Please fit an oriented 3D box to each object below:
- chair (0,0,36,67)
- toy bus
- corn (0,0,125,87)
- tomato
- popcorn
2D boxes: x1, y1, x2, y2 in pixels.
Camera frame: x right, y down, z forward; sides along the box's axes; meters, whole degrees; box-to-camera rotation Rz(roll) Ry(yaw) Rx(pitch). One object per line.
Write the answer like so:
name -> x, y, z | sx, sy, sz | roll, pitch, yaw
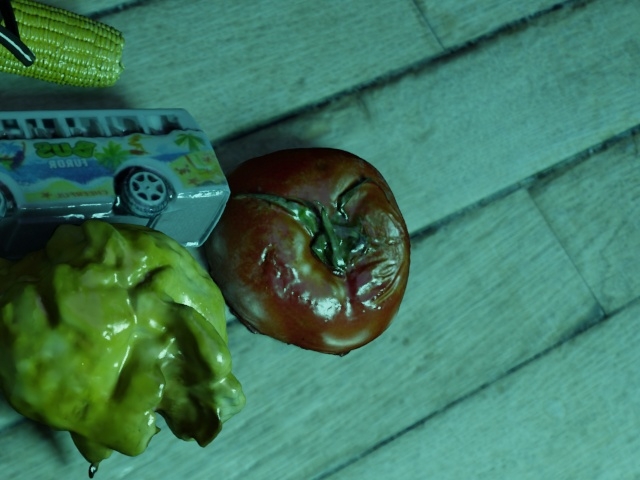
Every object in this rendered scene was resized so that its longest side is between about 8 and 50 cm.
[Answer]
chair -> -0.358, -0.197, 1.492 | 0.154, 0.141, 0.260 | 17, 24, -27
toy bus -> -0.258, -0.052, 1.576 | 0.330, 0.109, 0.136 | -4, 58, -29
corn -> -0.274, -0.195, 1.661 | 0.165, 0.063, 0.085 | 14, 37, -22
tomato -> 0.003, -0.002, 1.691 | 0.228, 0.101, 0.228 | 11, 65, -24
popcorn -> -0.179, 0.082, 1.504 | 0.253, 0.191, 0.190 | 43, 27, -8
